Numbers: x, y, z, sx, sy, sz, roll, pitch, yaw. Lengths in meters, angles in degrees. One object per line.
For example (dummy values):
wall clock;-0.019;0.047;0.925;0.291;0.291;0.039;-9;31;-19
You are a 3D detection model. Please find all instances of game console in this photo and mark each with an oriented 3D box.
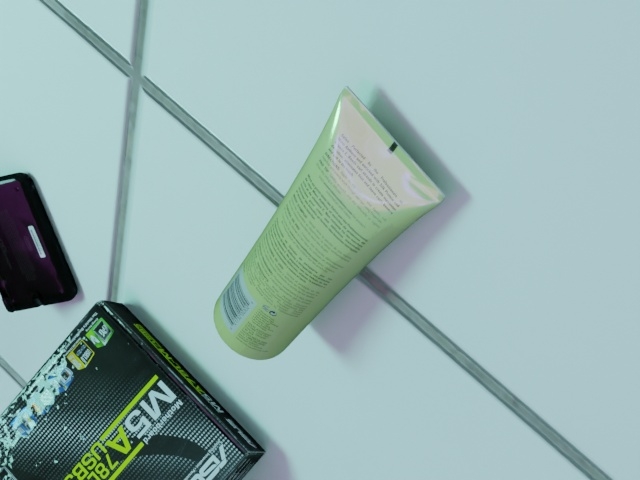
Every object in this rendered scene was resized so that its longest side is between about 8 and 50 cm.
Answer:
game console;-0.265;-0.008;1.513;0.107;0.071;0.122;-11;112;23

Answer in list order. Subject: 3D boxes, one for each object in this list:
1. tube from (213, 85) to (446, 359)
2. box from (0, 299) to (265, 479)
tube;0.000;0.000;1.145;0.070;0.062;0.240;15;144;-17
box;-0.171;0.177;1.412;0.184;0.191;0.045;45;-171;21
